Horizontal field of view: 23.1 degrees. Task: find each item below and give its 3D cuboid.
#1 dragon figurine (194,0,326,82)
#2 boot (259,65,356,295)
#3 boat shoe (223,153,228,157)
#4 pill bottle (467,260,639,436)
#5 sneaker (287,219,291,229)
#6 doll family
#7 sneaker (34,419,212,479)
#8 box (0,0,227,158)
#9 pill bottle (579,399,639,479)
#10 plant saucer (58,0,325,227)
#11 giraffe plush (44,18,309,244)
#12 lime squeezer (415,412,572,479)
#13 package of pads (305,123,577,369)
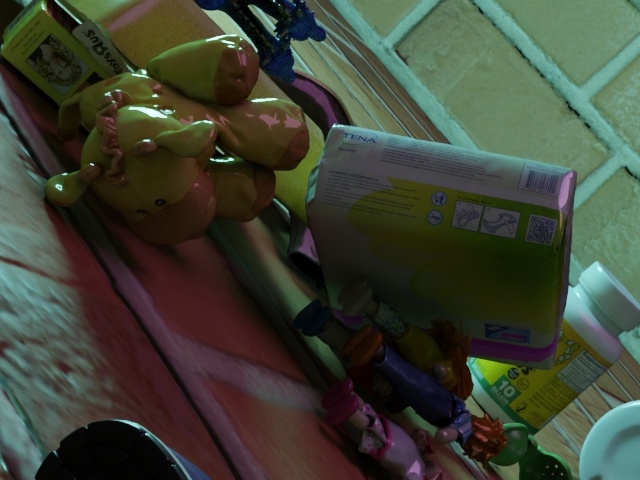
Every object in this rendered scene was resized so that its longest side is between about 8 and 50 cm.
[{"bbox_3d":[-0.111,-0.267,1.451,0.289,0.085,0.144,44,-2,-32],"label":"dragon figurine"},{"bbox_3d":[-0.010,-0.061,1.637,0.248,0.090,0.207,39,38,-22],"label":"boot"},{"bbox_3d":[-0.054,-0.068,1.722,0.135,0.050,0.045,17,33,-49],"label":"boat shoe"},{"bbox_3d":[0.276,0.126,1.829,0.117,0.208,0.117,44,12,-11],"label":"pill bottle"},{"bbox_3d":[0.000,0.000,1.700,0.083,0.037,0.032,51,10,16],"label":"sneaker"},{"bbox_3d":[0.086,0.125,1.363,0.163,0.118,0.263,42,12,-22],"label":"doll family"},{"bbox_3d":[-0.022,0.206,0.742,0.283,0.107,0.124,54,7,32],"label":"sneaker"},{"bbox_3d":[-0.179,-0.118,1.392,0.232,0.058,0.087,42,9,-20],"label":"box"},{"bbox_3d":[0.450,0.311,1.947,0.283,0.161,0.161,33,17,-50],"label":"pill bottle"},{"bbox_3d":[-0.140,-0.181,1.491,0.333,0.081,0.333,43,0,-40],"label":"plant saucer"},{"bbox_3d":[-0.121,-0.069,1.211,0.210,0.181,0.170,35,22,-15],"label":"giraffe plush"},{"bbox_3d":[0.203,0.242,1.606,0.310,0.059,0.110,45,41,-16],"label":"lime squeezer"},{"bbox_3d":[0.111,0.011,1.430,0.229,0.101,0.296,11,-23,11],"label":"package of pads"}]
